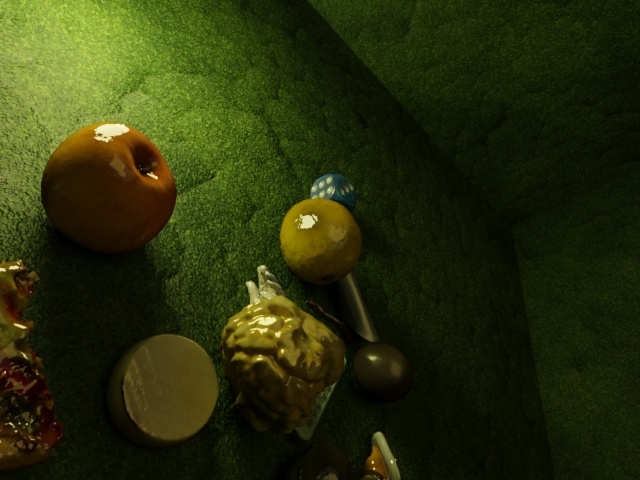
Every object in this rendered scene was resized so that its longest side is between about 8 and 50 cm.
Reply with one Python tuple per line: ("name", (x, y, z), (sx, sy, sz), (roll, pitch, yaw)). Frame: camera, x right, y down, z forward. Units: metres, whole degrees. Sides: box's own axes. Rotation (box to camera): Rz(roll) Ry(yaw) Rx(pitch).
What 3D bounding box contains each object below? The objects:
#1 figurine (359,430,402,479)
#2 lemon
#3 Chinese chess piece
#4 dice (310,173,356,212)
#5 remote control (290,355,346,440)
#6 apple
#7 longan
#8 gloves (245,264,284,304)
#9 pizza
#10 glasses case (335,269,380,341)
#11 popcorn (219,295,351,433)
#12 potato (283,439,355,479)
("figurine", (0.155, 0.727, 1.387), (0.141, 0.167, 0.250), (-5, 36, -13))
("lemon", (0.000, 0.000, 1.536), (0.297, 0.297, 0.297), (28, 47, -35))
("Chinese chess piece", (-0.359, 0.343, 1.039), (0.250, 0.097, 0.251), (27, 48, -35))
("dice", (0.052, -0.175, 1.828), (0.146, 0.143, 0.146), (29, 45, -39))
("remote control", (-0.023, 0.444, 1.383), (0.128, 0.065, 0.335), (50, 38, -9))
("apple", (-0.487, -0.126, 1.070), (0.299, 0.275, 0.299), (35, 38, -34))
("longan", (0.218, 0.454, 1.551), (0.220, 0.196, 0.196), (46, 39, -13))
("gloves", (-0.163, 0.185, 1.378), (0.119, 0.097, 0.229), (-8, 75, -4))
("pizza", (-0.642, 0.186, 0.796), (0.440, 0.130, 0.406), (30, 48, -34))
("glasses case", (0.113, 0.236, 1.648), (0.083, 0.128, 0.308), (-14, 75, -26))
("popcorn", (-0.084, 0.303, 1.163), (0.381, 0.349, 0.349), (-20, 80, -26))
("potato", (0.016, 0.690, 1.173), (0.210, 0.173, 0.307), (-7, 68, -53))
